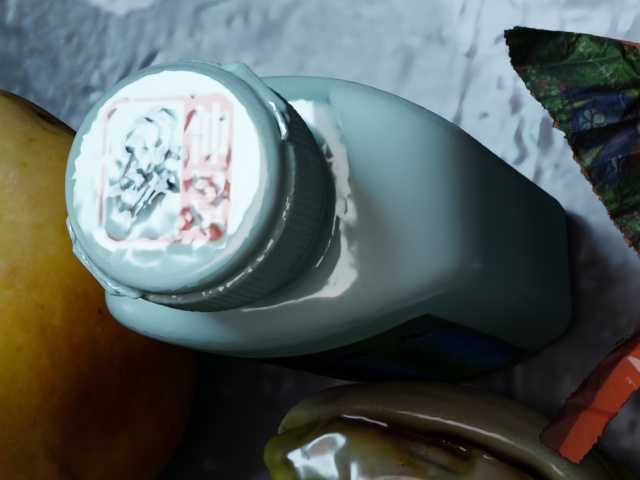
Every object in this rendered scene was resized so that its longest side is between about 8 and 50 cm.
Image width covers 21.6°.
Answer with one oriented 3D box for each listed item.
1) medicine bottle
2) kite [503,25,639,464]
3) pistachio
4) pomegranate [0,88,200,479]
[{"bbox_3d":[0.000,0.000,0.537,0.121,0.229,0.083,-5,81,20],"label":"medicine bottle"},{"bbox_3d":[0.141,0.011,0.558,0.189,0.009,0.232,-41,101,-20],"label":"kite"},{"bbox_3d":[0.048,0.102,0.565,0.149,0.113,0.113,26,91,10],"label":"pistachio"},{"bbox_3d":[-0.140,0.040,0.610,0.191,0.191,0.191,-3,80,20],"label":"pomegranate"}]
